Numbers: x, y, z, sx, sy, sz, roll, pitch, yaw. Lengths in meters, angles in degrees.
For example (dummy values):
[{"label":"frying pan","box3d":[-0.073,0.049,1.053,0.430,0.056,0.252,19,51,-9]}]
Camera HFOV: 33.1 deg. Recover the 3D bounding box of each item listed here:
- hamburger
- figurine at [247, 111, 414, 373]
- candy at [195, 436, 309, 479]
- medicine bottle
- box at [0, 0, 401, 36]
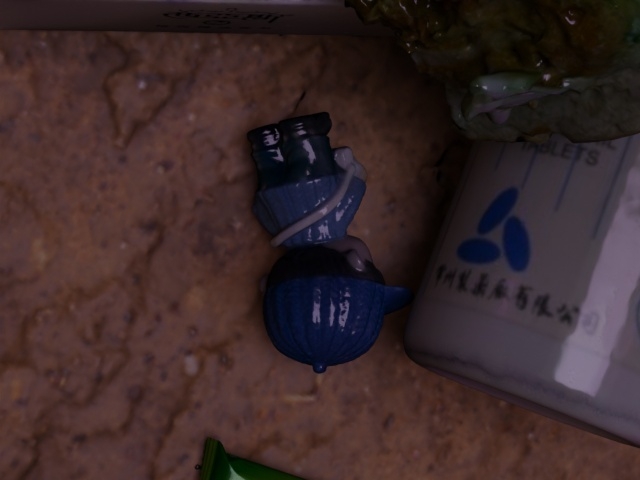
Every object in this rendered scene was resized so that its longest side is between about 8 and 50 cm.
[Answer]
[{"label":"hamburger","box3d":[0.132,-0.185,0.525,0.167,0.192,0.288,43,64,-45]},{"label":"figurine","box3d":[0.000,0.000,0.643,0.086,0.087,0.149,-12,95,22]},{"label":"candy","box3d":[-0.004,0.195,0.666,0.178,0.032,0.102,22,85,-16]},{"label":"medicine bottle","box3d":[0.172,-0.037,0.643,0.170,0.170,0.293,24,82,-16]},{"label":"box","box3d":[-0.058,-0.219,0.601,0.260,0.111,0.195,-3,92,-15]}]
